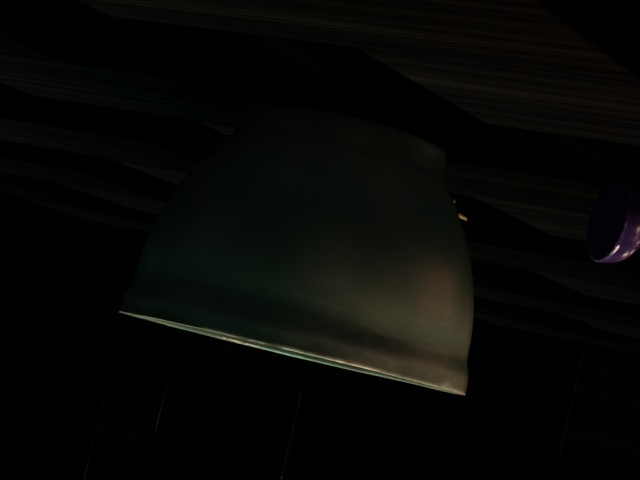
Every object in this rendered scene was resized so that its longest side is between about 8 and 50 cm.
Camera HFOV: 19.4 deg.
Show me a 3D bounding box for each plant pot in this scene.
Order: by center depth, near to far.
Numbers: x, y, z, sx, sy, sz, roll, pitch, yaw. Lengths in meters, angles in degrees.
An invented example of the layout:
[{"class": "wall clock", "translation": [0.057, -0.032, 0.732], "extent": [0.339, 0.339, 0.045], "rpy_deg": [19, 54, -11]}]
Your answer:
[{"class": "plant pot", "translation": [0.000, 0.000, 1.549], "extent": [0.293, 0.196, 0.293], "rpy_deg": [14, 176, 1]}]

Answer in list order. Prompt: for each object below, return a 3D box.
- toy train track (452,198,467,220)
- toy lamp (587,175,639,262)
[{"class": "toy train track", "translation": [0.123, -0.039, 1.869], "extent": [0.048, 0.014, 0.083], "rpy_deg": [20, 171, 16]}, {"class": "toy lamp", "translation": [0.350, 0.019, 1.511], "extent": [0.274, 0.080, 0.080], "rpy_deg": [15, 175, -15]}]
